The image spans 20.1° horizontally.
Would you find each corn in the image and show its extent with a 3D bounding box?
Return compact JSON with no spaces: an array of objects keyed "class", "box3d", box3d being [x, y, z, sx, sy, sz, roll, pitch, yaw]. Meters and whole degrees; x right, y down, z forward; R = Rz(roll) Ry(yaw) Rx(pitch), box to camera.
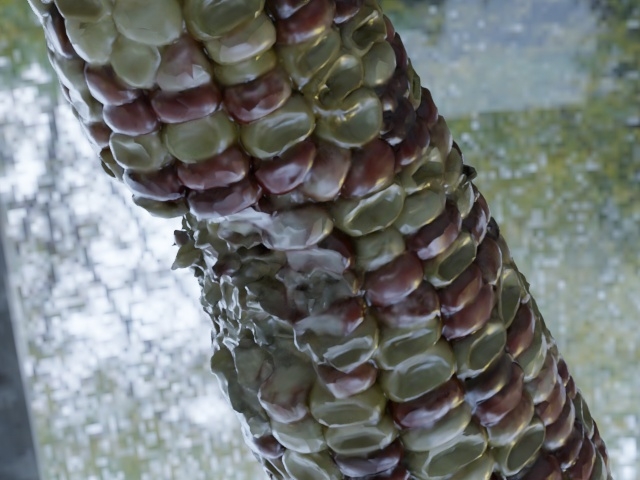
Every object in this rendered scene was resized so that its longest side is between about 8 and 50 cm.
[{"class":"corn","box3d":[0.000,0.000,0.502,0.098,0.290,0.098,-22,-151,13]}]
